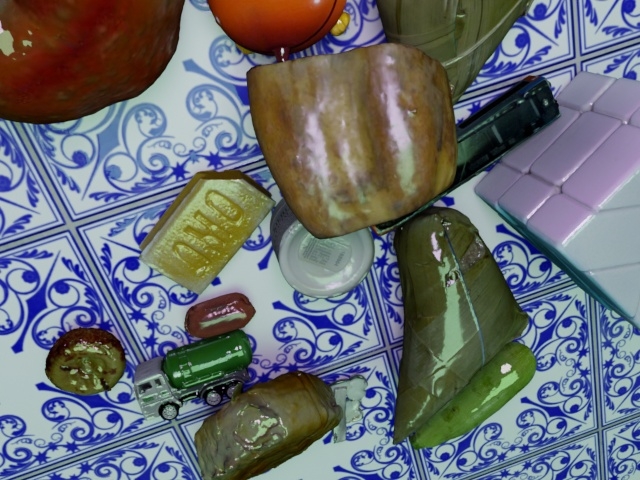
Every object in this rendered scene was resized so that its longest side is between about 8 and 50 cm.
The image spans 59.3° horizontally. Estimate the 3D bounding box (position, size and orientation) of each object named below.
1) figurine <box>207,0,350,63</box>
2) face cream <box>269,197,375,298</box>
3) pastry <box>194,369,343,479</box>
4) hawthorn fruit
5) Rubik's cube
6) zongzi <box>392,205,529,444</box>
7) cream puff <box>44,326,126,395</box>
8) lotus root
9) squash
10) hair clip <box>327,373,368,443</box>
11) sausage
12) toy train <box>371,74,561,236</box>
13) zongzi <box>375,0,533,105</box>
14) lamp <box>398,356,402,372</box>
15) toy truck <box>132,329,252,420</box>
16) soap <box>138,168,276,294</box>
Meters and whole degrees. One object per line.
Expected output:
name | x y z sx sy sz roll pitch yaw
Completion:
figurine | -0.076 -0.411 0.803 0.320 0.196 0.323 -5 128 20
face cream | 0.000 0.000 1.042 0.177 0.153 0.177 -4 113 -10
pastry | -0.114 0.385 1.144 0.330 0.136 0.329 -25 155 -12
hawthorn fruit | -0.362 -0.326 0.689 0.403 0.403 0.402 -5 114 -10
Rubik's cube | 0.548 -0.076 1.040 0.322 0.316 0.318 36 101 -25
zongzi | 0.200 0.153 1.098 0.393 0.174 0.356 -41 113 -17
cream puff | -0.448 0.228 1.084 0.149 0.084 0.149 -6 118 -11
lotus root | 0.068 -0.136 0.847 0.316 0.316 0.249 -9 87 -8
squash | 0.344 0.372 1.306 0.370 0.118 0.118 -44 115 12
hair clip | 0.047 0.378 1.280 0.116 0.049 0.172 -4 112 -16
sausage | -0.200 0.148 1.109 0.141 0.076 0.076 -19 116 -5
toy train | 0.253 -0.158 1.063 0.409 0.089 0.086 -34 114 5
zongzi | 0.283 -0.391 0.954 0.447 0.181 0.418 -36 148 -17
lamp | 0.224 0.286 1.246 0.105 0.105 0.105 -5 114 -10
toy truck | -0.252 0.267 1.137 0.243 0.101 0.124 -18 112 -7
soap | -0.207 -0.028 1.028 0.140 0.073 0.232 35 101 -28
